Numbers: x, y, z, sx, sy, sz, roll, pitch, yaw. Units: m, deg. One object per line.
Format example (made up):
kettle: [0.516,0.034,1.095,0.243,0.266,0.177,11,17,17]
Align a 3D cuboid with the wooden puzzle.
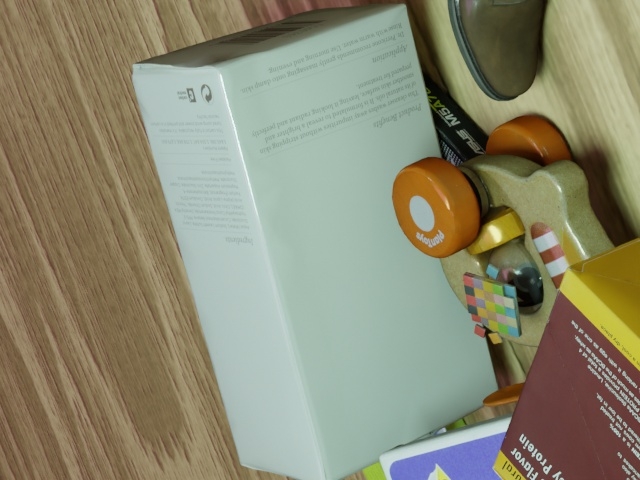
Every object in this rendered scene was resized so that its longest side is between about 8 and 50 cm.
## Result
wooden puzzle: [0.140,0.053,1.601,0.049,0.006,0.083,17,133,37]

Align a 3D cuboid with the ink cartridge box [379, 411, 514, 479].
ink cartridge box: [0.228,0.274,1.570,0.307,0.072,0.303,-19,90,34]

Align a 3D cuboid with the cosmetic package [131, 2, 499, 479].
cosmetic package: [0.000,0.000,1.746,0.156,0.217,0.385,7,113,54]

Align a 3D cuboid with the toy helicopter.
toy helicopter: [0.221,0.050,1.595,0.355,0.140,0.235,21,127,48]

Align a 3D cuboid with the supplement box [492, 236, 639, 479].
supplement box: [0.235,0.124,1.230,0.191,0.129,0.194,48,142,31]

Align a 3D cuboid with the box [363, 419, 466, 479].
box: [0.111,0.234,1.953,0.109,0.042,0.178,62,148,10]

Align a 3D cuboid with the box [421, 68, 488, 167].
box: [0.074,-0.071,1.831,0.184,0.045,0.190,52,145,28]

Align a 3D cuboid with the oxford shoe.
oxford shoe: [0.158,-0.215,1.587,0.096,0.083,0.227,23,127,44]
